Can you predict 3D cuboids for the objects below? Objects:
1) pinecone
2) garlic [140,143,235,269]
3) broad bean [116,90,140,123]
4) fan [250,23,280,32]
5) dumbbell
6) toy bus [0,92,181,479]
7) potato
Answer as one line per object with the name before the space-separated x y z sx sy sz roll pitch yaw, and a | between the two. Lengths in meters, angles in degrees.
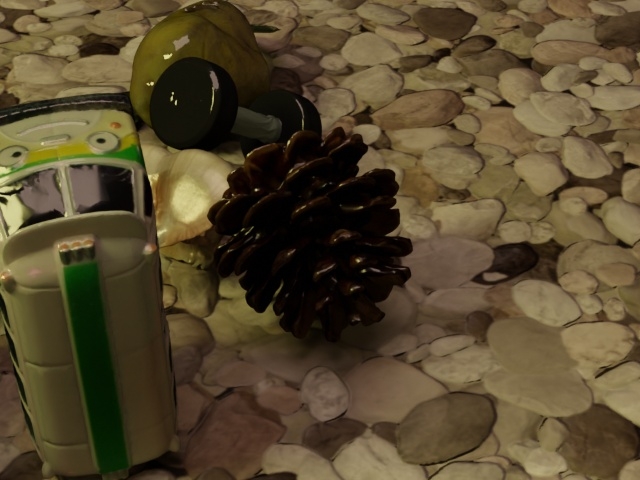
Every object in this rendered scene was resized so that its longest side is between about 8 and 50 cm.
pinecone | 0.000 0.000 1.289 0.208 0.207 0.207 -2 36 1
garlic | -0.155 -0.040 1.381 0.174 0.124 0.099 20 9 30
broad bean | -0.345 -0.153 1.632 0.292 0.049 0.144 3 35 8
fan | -0.124 -0.274 1.749 0.131 0.009 0.240 -4 8 -31
dumbbell | -0.089 -0.131 1.473 0.100 0.100 0.191 29 9 36
toy bus | -0.202 0.047 1.134 0.143 0.305 0.179 -10 39 -11
potato | -0.140 -0.195 1.584 0.137 0.154 0.200 -33 6 31
